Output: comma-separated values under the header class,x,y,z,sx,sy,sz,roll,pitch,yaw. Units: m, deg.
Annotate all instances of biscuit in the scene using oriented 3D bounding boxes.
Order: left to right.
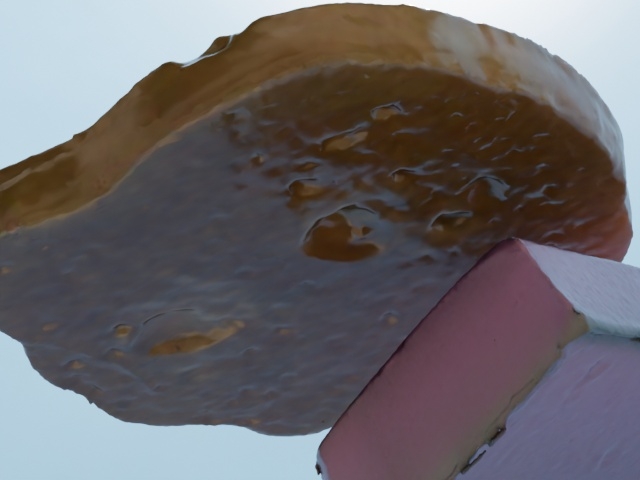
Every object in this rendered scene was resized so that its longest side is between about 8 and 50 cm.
class,x,y,z,sx,sy,sz,roll,pitch,yaw
biscuit,-0.001,-0.002,1.025,0.365,0.385,0.062,-28,-124,18

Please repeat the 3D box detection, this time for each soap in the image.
class,x,y,z,sx,sy,sz,roll,pitch,yaw
soap,0.143,0.097,0.992,0.181,0.259,0.081,-51,-125,23
